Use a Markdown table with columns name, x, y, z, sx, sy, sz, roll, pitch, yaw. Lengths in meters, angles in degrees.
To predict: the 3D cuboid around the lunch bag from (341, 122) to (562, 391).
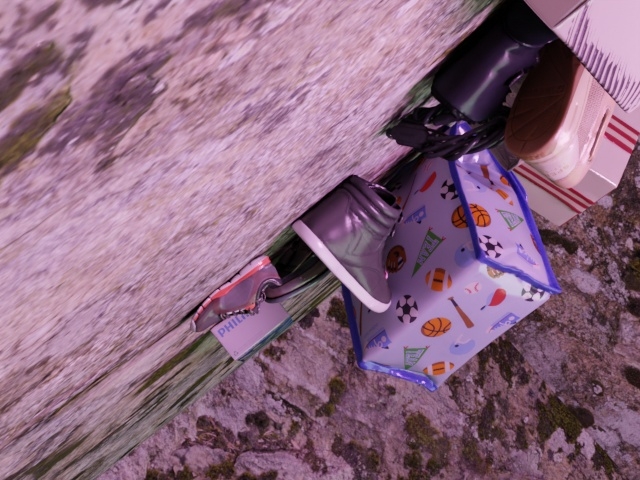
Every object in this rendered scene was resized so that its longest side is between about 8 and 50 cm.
| name | x | y | z | sx | sy | sz | roll | pitch | yaw |
| --- | --- | --- | --- | --- | --- | --- | --- | --- | --- |
| lunch bag | 0.204 | 0.013 | 2.005 | 0.238 | 0.386 | 0.328 | 25 | 125 | -35 |

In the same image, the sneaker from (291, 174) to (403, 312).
| name | x | y | z | sx | sy | sz | roll | pitch | yaw |
| --- | --- | --- | --- | --- | --- | --- | --- | --- | --- |
| sneaker | 0.081 | 0.006 | 1.756 | 0.147 | 0.104 | 0.296 | -43 | 144 | 1 |

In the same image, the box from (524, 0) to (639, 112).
| name | x | y | z | sx | sy | sz | roll | pitch | yaw |
| --- | --- | --- | --- | --- | --- | --- | --- | --- | --- |
| box | 0.276 | -0.228 | 1.134 | 0.094 | 0.113 | 0.275 | -41 | 152 | 16 |

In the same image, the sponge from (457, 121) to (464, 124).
| name | x | y | z | sx | sy | sz | roll | pitch | yaw |
| --- | --- | --- | --- | --- | --- | --- | --- | --- | --- |
| sponge | 0.290 | -0.253 | 1.960 | 0.117 | 0.031 | 0.210 | -42 | 174 | 20 |

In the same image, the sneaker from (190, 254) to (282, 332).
| name | x | y | z | sx | sy | sz | roll | pitch | yaw |
| --- | --- | --- | --- | --- | --- | --- | --- | --- | --- |
| sneaker | -0.123 | 0.092 | 1.694 | 0.158 | 0.065 | 0.061 | -41 | 175 | 2 |

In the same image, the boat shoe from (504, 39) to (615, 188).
| name | x | y | z | sx | sy | sz | roll | pitch | yaw |
| --- | --- | --- | --- | --- | --- | --- | --- | --- | --- |
| boat shoe | 0.342 | -0.231 | 1.473 | 0.121 | 0.110 | 0.341 | 7 | -113 | 53 |

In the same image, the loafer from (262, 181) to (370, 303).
| name | x | y | z | sx | sy | sz | roll | pitch | yaw |
| --- | --- | --- | --- | --- | --- | --- | --- | --- | --- |
| loafer | 0.000 | 0.000 | 1.866 | 0.267 | 0.084 | 0.096 | -35 | -156 | -22 |

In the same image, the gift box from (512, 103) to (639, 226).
| name | x | y | z | sx | sy | sz | roll | pitch | yaw |
| --- | --- | --- | --- | --- | --- | --- | --- | --- | --- |
| gift box | 0.455 | -0.222 | 2.243 | 0.276 | 0.258 | 0.255 | -63 | -172 | -32 |

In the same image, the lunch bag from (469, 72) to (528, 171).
| name | x | y | z | sx | sy | sz | roll | pitch | yaw |
| --- | --- | --- | --- | --- | --- | --- | --- | --- | --- |
| lunch bag | 0.355 | -0.253 | 1.686 | 0.235 | 0.169 | 0.287 | -39 | 179 | -15 |

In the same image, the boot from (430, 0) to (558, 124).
| name | x | y | z | sx | sy | sz | roll | pitch | yaw |
| --- | --- | --- | --- | --- | --- | --- | --- | --- | --- |
| boot | 0.226 | -0.226 | 1.363 | 0.207 | 0.094 | 0.246 | -46 | 180 | 13 |

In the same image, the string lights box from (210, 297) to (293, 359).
| name | x | y | z | sx | sy | sz | roll | pitch | yaw |
| --- | --- | --- | --- | --- | --- | --- | --- | --- | --- |
| string lights box | -0.128 | 0.164 | 2.205 | 0.133 | 0.077 | 0.260 | -39 | 175 | -4 |

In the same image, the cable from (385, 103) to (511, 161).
| name | x | y | z | sx | sy | sz | roll | pitch | yaw |
| --- | --- | --- | --- | --- | --- | --- | --- | --- | --- |
| cable | 0.188 | -0.148 | 1.522 | 0.150 | 0.047 | 0.184 | -22 | -158 | -35 |
